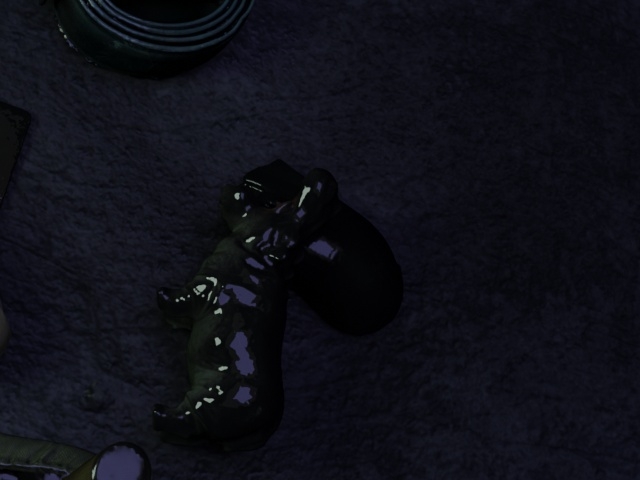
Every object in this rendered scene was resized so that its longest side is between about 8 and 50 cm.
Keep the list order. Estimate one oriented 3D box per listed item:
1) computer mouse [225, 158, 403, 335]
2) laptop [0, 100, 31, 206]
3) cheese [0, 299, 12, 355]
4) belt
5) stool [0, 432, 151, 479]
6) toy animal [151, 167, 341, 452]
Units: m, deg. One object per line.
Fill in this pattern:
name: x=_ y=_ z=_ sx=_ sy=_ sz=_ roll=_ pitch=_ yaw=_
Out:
computer mouse: x=0.000 y=0.000 z=1.529 sx=0.264 sy=0.088 sz=0.147 roll=31 pitch=60 yaw=-7
laptop: x=-0.416 y=-0.082 z=1.423 sx=0.135 sy=0.016 sz=0.197 roll=21 pitch=66 yaw=-15
cheese: x=-0.469 y=0.090 z=1.303 sx=0.286 sy=0.082 sz=0.163 roll=-17 pitch=76 yaw=-24
belt: x=-0.210 y=-0.307 z=1.532 sx=0.267 sy=0.116 sz=0.206 roll=-13 pitch=81 yaw=-29
stool: x=-0.329 y=0.315 z=1.194 sx=0.310 sy=0.226 sz=0.310 roll=12 pitch=67 yaw=-20
toy animal: x=-0.094 y=0.065 z=1.413 sx=0.168 sy=0.106 sz=0.343 roll=14 pitch=75 yaw=5
